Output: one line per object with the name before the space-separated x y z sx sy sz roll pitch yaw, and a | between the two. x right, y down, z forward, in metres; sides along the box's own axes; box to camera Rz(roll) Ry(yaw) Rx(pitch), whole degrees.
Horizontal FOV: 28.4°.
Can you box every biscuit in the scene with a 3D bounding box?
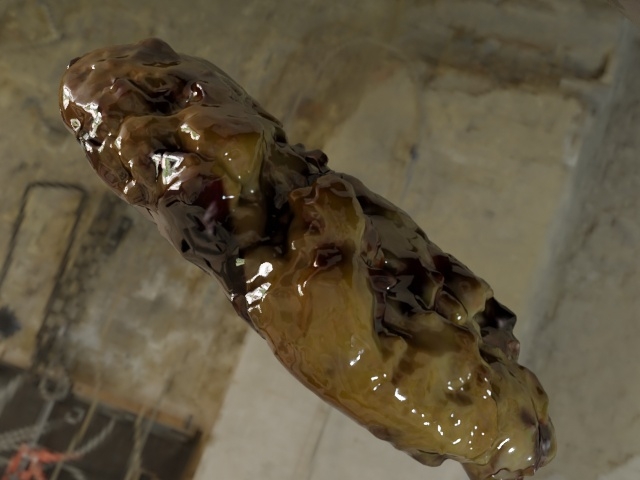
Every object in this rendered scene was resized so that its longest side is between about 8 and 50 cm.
biscuit | -0.003 -0.002 0.656 0.289 0.081 0.334 39 -176 -33

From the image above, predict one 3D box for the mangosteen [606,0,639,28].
mangosteen | 0.231 -0.268 0.530 0.421 0.381 0.381 47 153 -14
